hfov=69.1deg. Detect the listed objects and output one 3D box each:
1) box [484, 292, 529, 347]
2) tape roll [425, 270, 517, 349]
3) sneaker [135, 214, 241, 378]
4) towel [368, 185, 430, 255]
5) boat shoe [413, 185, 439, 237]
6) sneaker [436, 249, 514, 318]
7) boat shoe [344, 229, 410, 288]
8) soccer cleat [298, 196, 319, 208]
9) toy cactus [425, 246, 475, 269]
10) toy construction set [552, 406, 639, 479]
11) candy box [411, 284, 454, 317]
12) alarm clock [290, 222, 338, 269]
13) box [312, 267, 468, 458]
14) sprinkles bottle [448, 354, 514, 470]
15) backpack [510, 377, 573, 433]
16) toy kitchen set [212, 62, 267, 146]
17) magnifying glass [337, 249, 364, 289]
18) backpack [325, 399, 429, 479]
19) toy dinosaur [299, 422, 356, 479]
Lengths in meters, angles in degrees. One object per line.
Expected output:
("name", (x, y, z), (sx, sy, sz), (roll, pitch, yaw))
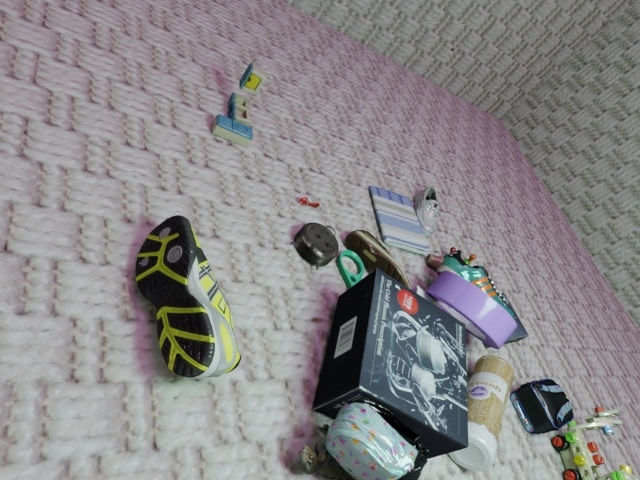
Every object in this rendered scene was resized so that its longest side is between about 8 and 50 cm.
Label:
("box", (0.636, 0.285, 1.688), (0.233, 0.059, 0.183), (3, 55, -40))
("tape roll", (0.463, 0.214, 1.443), (0.275, 0.090, 0.275), (41, -5, 4))
("sneaker", (-0.276, 0.116, 0.978), (0.147, 0.145, 0.384), (45, 20, -57))
("towel", (0.288, -0.076, 1.724), (0.210, 0.034, 0.284), (14, 45, -28))
("boat shoe", (0.433, -0.123, 1.856), (0.096, 0.088, 0.267), (35, 38, -13))
("sneaker", (0.543, 0.152, 1.567), (0.302, 0.108, 0.121), (39, 82, 1))
("boat shoe", (0.194, 0.060, 1.467), (0.257, 0.095, 0.095), (50, 32, 7))
("soccer cleat", (-0.038, -0.126, 1.479), (0.083, 0.029, 0.035), (13, 39, -39))
("toy cactus", (0.475, 0.097, 1.696), (0.181, 0.112, 0.218), (24, 50, -11))
("toy construction set", (0.845, 0.657, 1.408), (0.151, 0.215, 0.327), (34, 39, -14))
("candy box", (0.330, 0.260, 1.421), (0.196, 0.070, 0.164), (41, 37, -5))
("alarm clock", (0.000, 0.000, 1.371), (0.129, 0.064, 0.192), (45, 34, 0))
("box", (0.187, 0.302, 1.147), (0.313, 0.179, 0.343), (33, 43, -17))
("sprinkles bottle", (0.456, 0.469, 1.304), (0.121, 0.121, 0.355), (48, 37, 3))
("backpack", (0.721, 0.527, 1.495), (0.174, 0.117, 0.158), (3, 53, -40))
("toy kitchen set", (-0.249, -0.435, 1.454), (0.122, 0.166, 0.207), (17, 45, -32))
("magnifying glass", (0.094, 0.123, 1.370), (0.092, 0.026, 0.230), (23, 45, -26))
("backpack", (0.101, 0.410, 0.925), (0.182, 0.152, 0.115), (46, 32, 2))
("toy dinosaur", (0.053, 0.463, 0.995), (0.268, 0.064, 0.118), (31, 43, -25))
